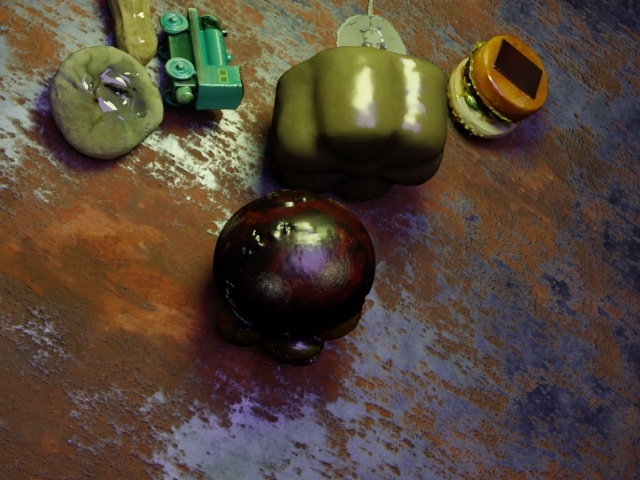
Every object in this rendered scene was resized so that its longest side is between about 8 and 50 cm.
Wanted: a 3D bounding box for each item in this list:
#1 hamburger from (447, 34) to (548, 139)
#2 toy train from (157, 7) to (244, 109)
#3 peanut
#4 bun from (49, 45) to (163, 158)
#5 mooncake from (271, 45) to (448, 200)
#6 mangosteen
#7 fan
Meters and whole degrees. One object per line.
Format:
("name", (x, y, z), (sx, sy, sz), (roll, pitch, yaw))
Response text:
("hamburger", (0.517, -0.451, 2.129), (0.291, 0.225, 0.290), (10, 69, -26))
("toy train", (-0.306, -0.456, 1.794), (0.194, 0.120, 0.298), (-3, 58, -17))
("peanut", (-0.467, -0.564, 1.785), (0.111, 0.125, 0.274), (-9, 81, -25))
("bun", (-0.509, -0.334, 1.694), (0.273, 0.168, 0.272), (3, 84, -26))
("mooncake", (0.102, -0.278, 1.795), (0.467, 0.467, 0.262), (6, 71, -22))
("mangosteen", (-0.073, 0.079, 1.692), (0.381, 0.421, 0.381), (11, 38, -9))
("fan", (0.151, -0.645, 2.132), (0.233, 0.012, 0.414), (4, 79, -24))
